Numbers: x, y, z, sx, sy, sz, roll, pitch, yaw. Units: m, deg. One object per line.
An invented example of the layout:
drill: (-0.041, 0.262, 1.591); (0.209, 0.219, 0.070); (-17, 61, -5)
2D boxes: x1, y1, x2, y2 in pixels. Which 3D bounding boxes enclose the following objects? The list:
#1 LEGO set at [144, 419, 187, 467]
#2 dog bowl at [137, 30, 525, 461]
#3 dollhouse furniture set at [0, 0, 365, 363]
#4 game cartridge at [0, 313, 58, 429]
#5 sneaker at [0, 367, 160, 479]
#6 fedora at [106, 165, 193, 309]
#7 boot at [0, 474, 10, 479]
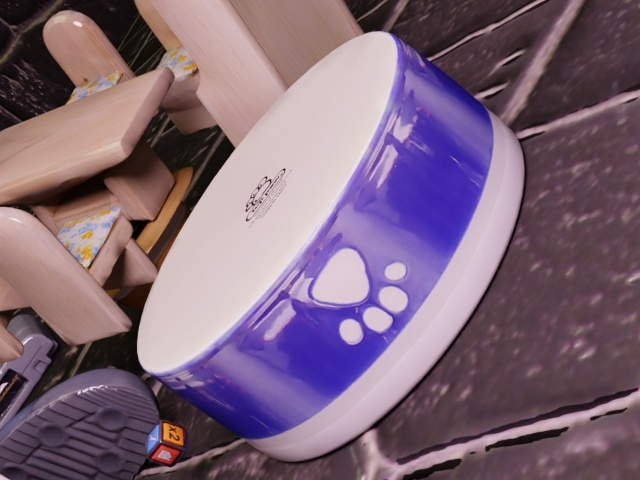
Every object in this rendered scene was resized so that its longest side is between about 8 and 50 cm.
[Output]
LEGO set: (-0.136, 0.245, 0.707); (0.182, 0.060, 0.244); (-28, 44, 52)
dog bowl: (0.000, 0.000, 0.695); (0.265, 0.104, 0.265); (-45, 21, 23)
dollhouse furniture set: (-0.183, -0.133, 0.929); (0.394, 0.256, 0.362); (-14, 37, 31)
game cartridge: (-0.455, 0.233, 1.427); (0.294, 0.060, 0.196); (-56, 16, -7)
sneaker: (-0.245, 0.185, 0.935); (0.319, 0.112, 0.131); (-42, 25, 27)
fedora: (-0.162, 0.017, 1.076); (0.194, 0.079, 0.194); (-46, 17, 18)
boot: (-0.274, 0.217, 0.821); (0.086, 0.190, 0.069); (-43, -35, -61)
